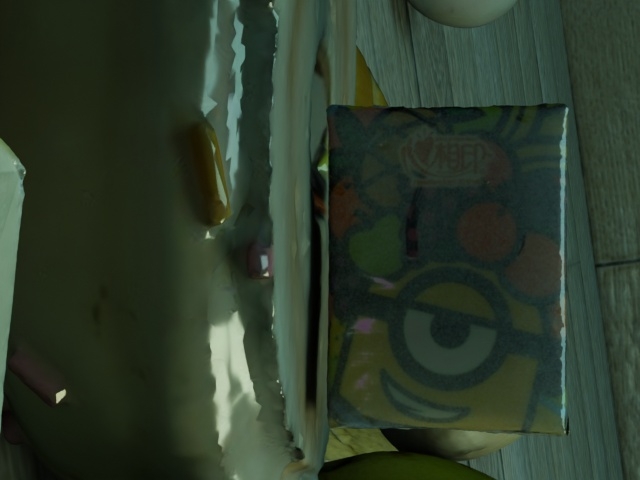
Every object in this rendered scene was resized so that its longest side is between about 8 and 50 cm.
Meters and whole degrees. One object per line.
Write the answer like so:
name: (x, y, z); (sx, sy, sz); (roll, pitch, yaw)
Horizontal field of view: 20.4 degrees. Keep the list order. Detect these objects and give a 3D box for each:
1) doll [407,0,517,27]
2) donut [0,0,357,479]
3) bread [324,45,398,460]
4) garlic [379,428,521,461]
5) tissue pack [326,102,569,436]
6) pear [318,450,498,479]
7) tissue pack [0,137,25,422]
doll: (0.134, -0.320, 1.727); (0.251, 0.221, 0.221); (27, 54, -44)
donut: (-0.064, -0.049, 0.834); (0.382, 0.143, 0.382); (3, 90, -84)
bread: (0.000, 0.000, 1.180); (0.239, 0.111, 0.246); (58, 30, -57)
garlic: (0.063, 0.057, 0.971); (0.128, 0.148, 0.266); (-59, -176, 7)
tissue pack: (0.057, 0.013, 0.799); (0.060, 0.109, 0.148); (-21, 112, -86)
pear: (0.037, 0.247, 0.924); (0.283, 0.284, 0.283); (-8, 90, -74)
tissue pack: (-0.173, 0.012, 0.504); (0.099, 0.149, 0.106); (56, 30, -58)
